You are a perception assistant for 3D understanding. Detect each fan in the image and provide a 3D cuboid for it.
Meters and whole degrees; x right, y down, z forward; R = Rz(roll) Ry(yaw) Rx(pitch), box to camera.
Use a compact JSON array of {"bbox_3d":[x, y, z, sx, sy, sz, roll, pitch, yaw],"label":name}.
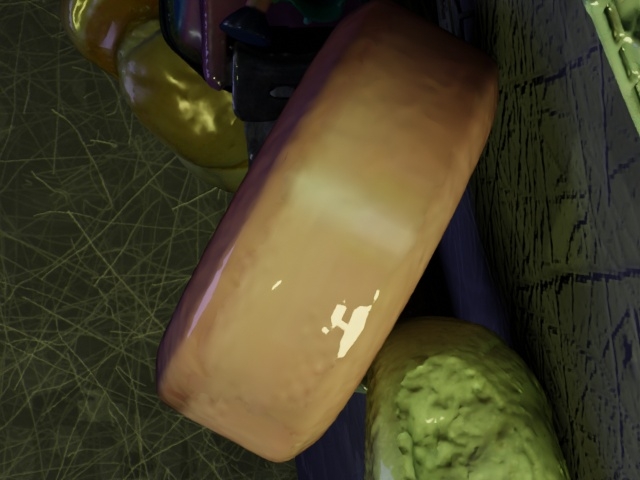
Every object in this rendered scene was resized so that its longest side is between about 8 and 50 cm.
[{"bbox_3d":[0.074,-0.133,0.833,0.080,0.003,0.060,94,164,-67],"label":"fan"}]

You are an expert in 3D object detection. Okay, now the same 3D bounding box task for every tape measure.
[{"bbox_3d":[-0.034,-0.207,0.939,0.231,0.149,0.245,-123,32,-73],"label":"tape measure"}]

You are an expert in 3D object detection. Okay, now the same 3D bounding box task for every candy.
[{"bbox_3d":[0.000,0.000,0.762,0.255,0.094,0.255,-62,1,2],"label":"candy"}]

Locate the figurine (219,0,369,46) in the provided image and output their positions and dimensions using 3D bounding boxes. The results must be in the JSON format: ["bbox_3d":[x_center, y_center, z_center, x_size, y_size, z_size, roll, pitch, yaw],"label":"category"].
[{"bbox_3d":[0.000,-0.200,0.748,0.111,0.102,0.195,-105,24,-46],"label":"figurine"}]

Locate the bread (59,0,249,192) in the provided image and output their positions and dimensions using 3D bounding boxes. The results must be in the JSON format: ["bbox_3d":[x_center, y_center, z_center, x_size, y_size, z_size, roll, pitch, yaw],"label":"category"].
[{"bbox_3d":[-0.120,-0.206,1.518,0.300,0.210,0.341,48,-176,-8],"label":"bread"}]

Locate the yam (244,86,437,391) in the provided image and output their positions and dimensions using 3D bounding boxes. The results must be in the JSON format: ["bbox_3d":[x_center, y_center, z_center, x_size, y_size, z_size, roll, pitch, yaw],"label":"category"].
[{"bbox_3d":[0.004,-0.030,1.060,0.133,0.133,0.330,99,162,-71],"label":"yam"}]

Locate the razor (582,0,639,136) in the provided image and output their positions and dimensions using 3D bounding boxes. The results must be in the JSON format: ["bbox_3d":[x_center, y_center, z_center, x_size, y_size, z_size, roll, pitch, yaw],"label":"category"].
[{"bbox_3d":[0.135,0.007,0.401,0.084,0.036,0.211,52,-169,-48],"label":"razor"}]

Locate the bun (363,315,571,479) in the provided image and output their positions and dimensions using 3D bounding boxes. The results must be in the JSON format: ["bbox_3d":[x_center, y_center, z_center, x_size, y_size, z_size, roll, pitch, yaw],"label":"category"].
[{"bbox_3d":[0.077,0.146,0.772,0.221,0.108,0.221,179,90,-90],"label":"bun"}]
